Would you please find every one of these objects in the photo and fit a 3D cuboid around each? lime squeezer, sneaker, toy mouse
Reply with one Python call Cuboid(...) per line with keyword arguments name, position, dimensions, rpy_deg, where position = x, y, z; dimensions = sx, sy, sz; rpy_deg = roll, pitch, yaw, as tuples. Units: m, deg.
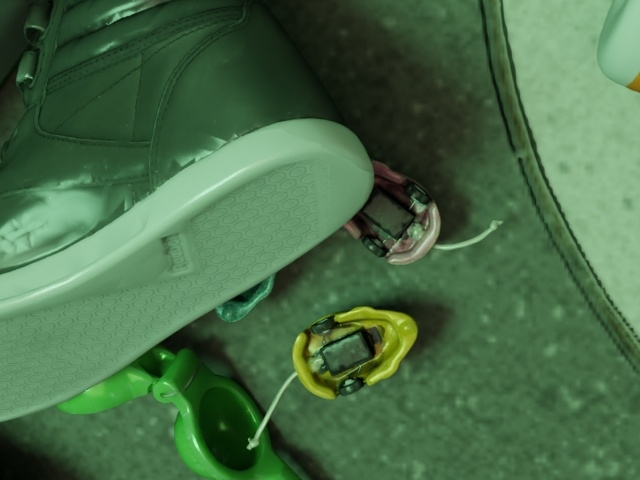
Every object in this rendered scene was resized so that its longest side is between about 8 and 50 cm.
Cuboid(name="lime squeezer", position=(-0.082, 0.105, 0.606), dimensions=(0.310, 0.059, 0.110), rpy_deg=(21, 106, 4))
Cuboid(name="sneaker", position=(-0.124, -0.021, 0.547), dimensions=(0.296, 0.104, 0.147), rpy_deg=(-28, 59, 18))
Cuboid(name="toy mouse", position=(0.000, 0.000, 0.577), dimensions=(0.161, 0.031, 0.143), rpy_deg=(-30, 92, 13))

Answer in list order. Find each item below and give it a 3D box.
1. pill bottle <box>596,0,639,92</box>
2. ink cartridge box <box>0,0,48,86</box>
Cuboid(name="pill bottle", position=(0.232, -0.080, 0.469), dimensions=(0.221, 0.121, 0.121), rpy_deg=(22, 107, 4))
Cuboid(name="ink cartridge box", position=(-0.294, -0.128, 0.555), dimensions=(0.278, 0.117, 0.201), rpy_deg=(41, 107, -2))
